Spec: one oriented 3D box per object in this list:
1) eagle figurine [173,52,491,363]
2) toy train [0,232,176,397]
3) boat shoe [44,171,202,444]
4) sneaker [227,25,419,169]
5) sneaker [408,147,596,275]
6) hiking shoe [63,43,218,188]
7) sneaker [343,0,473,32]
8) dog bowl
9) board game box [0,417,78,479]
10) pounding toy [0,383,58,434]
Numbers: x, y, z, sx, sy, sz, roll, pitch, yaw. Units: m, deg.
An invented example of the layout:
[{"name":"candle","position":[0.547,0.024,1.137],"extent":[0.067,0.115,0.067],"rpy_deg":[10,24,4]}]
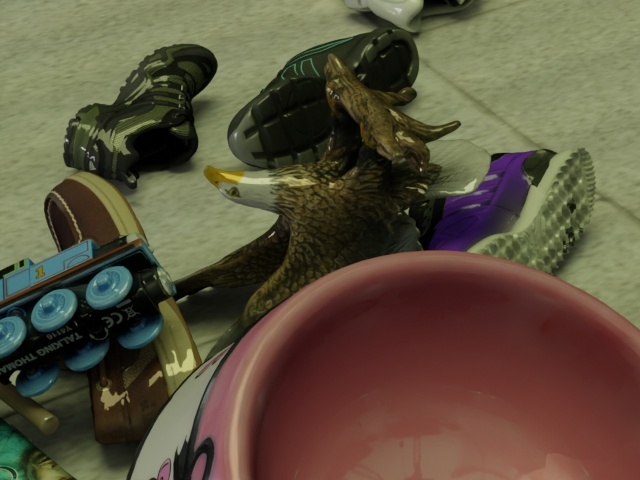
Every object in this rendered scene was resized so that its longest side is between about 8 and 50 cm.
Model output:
[{"name":"eagle figurine","position":[-0.010,-0.004,1.682],"extent":[0.225,0.298,0.226],"rpy_deg":[28,24,14]},{"name":"toy train","position":[-0.208,0.054,1.583],"extent":[0.184,0.080,0.105],"rpy_deg":[-25,41,9]},{"name":"boat shoe","position":[-0.205,0.059,1.696],"extent":[0.123,0.123,0.342],"rpy_deg":[-15,43,-16]},{"name":"sneaker","position":[-0.010,-0.146,2.034],"extent":[0.106,0.101,0.267],"rpy_deg":[4,27,46]},{"name":"sneaker","position":[0.134,0.004,1.787],"extent":[0.146,0.102,0.293],"rpy_deg":[9,34,33]},{"name":"hiking shoe","position":[-0.165,-0.123,2.013],"extent":[0.114,0.086,0.227],"rpy_deg":[30,49,19]},{"name":"sneaker","position":[0.165,-0.333,2.284],"extent":[0.292,0.110,0.118],"rpy_deg":[-33,52,-26]},{"name":"dog bowl","position":[0.084,0.182,1.206],"extent":[0.408,0.150,0.408],"rpy_deg":[10,54,-13]},{"name":"board game box","position":[-0.300,0.218,1.542],"extent":[0.186,0.026,0.126],"rpy_deg":[-28,41,-33]},{"name":"pounding toy","position":[-0.362,0.126,1.575],"extent":[0.237,0.110,0.183],"rpy_deg":[-22,26,-25]}]
